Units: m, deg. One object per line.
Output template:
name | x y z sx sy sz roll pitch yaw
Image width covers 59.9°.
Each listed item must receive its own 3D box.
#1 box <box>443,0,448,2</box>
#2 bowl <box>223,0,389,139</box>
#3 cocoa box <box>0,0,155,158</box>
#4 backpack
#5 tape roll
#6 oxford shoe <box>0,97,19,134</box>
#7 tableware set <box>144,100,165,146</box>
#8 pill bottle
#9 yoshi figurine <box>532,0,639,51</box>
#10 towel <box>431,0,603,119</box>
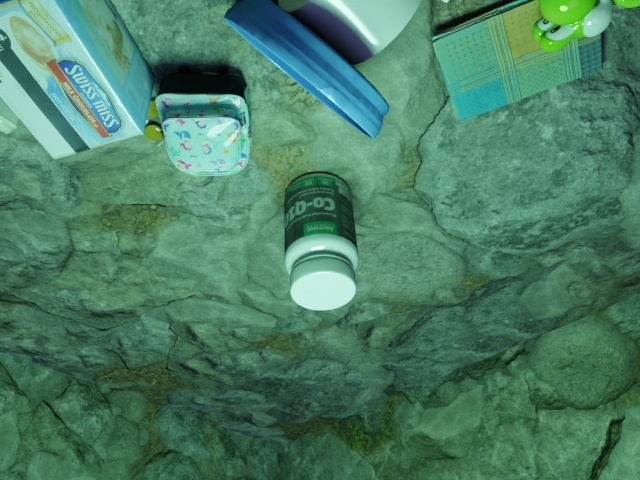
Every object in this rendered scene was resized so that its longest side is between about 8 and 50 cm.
box | 0.200 -0.478 0.922 0.102 0.087 0.101 23 139 -15
bowl | -0.019 -0.359 1.144 0.391 0.391 0.077 32 101 -34
cocoa box | -0.538 -0.389 1.165 0.228 0.231 0.347 -13 138 9
backpack | -0.279 -0.269 1.368 0.225 0.190 0.253 -1 144 -5
tape roll | 0.058 -0.492 1.084 0.246 0.246 0.169 -35 130 30
oxford shoe | -0.852 -0.414 1.206 0.449 0.169 0.130 38 81 -28
tableware set | -0.434 -0.316 1.417 0.104 0.024 0.154 -30 131 22
pill bottle | 0.000 0.000 1.550 0.205 0.360 0.204 -2 138 -2
yoshi figurine | 0.586 -0.528 1.098 0.362 0.203 0.203 -36 113 21
towel | 0.472 -0.448 1.322 0.371 0.040 0.271 -19 138 14
